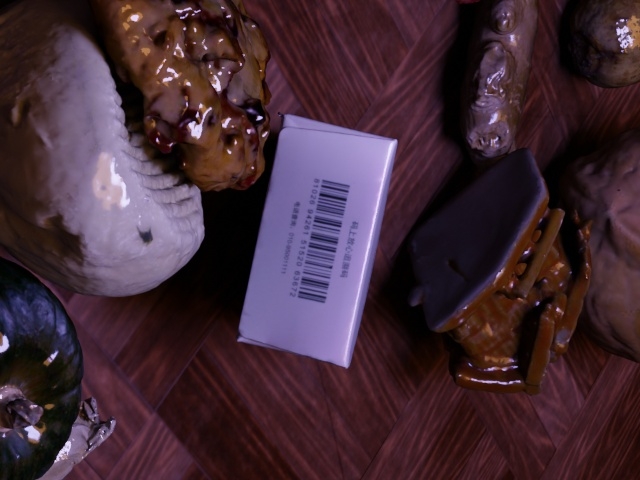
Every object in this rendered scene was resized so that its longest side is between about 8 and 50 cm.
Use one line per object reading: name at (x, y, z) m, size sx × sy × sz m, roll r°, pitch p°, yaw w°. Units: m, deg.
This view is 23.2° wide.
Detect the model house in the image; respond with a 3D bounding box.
model house at (0.223, 0.056, 1.761) m, size 0.219 × 0.199 × 0.229 m, roll -35°, pitch 127°, yaw 11°

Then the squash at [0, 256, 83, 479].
squash at (-0.283, 0.115, 1.205) m, size 0.218 × 0.172 × 0.218 m, roll -58°, pitch 166°, yaw -24°

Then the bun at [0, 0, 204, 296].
bun at (-0.196, -0.068, 1.235) m, size 0.259 × 0.160 × 0.259 m, roll -23°, pitch 90°, yaw -78°

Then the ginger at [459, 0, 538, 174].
ginger at (0.204, -0.222, 1.766) m, size 0.166 × 0.080 × 0.333 m, roll -57°, pitch 152°, yaw -76°

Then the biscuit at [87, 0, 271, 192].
biscuit at (-0.101, -0.181, 1.282) m, size 0.334 × 0.081 × 0.289 m, roll -57°, pitch 129°, yaw -76°

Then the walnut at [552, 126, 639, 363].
walnut at (0.427, 0.003, 1.946) m, size 0.344 × 0.306 × 0.306 m, roll 23°, pitch 82°, yaw -57°

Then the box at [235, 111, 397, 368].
box at (0.000, 0.000, 1.447) m, size 0.299 × 0.106 × 0.200 m, roll 3°, pitch 99°, yaw -88°

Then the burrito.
burrito at (-0.243, 0.194, 1.378) m, size 0.149 × 0.041 × 0.055 m, roll -42°, pitch 116°, yaw -31°

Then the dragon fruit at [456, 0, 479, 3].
dragon fruit at (0.123, -0.342, 1.656) m, size 0.161 × 0.120 × 0.127 m, roll 11°, pitch 135°, yaw -27°

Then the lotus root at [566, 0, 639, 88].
lotus root at (0.407, -0.281, 1.965) m, size 0.260 × 0.128 × 0.145 m, roll -32°, pitch 137°, yaw -35°
